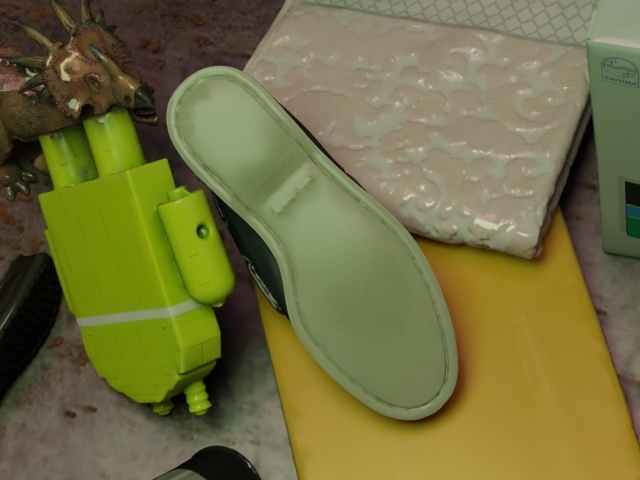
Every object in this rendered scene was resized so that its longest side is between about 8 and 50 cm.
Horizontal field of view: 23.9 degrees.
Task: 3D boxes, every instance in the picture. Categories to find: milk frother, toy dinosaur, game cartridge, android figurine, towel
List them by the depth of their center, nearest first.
[{"bbox_3d":[-0.082,0.234,1.213,0.143,0.135,0.129,-28,86,32],"label":"milk frother"},{"bbox_3d":[0.106,0.120,1.303,0.285,0.052,0.323,-15,65,3],"label":"game cartridge"},{"bbox_3d":[-0.162,0.025,1.307,0.056,0.248,0.273,-22,96,-37],"label":"android figurine"},{"bbox_3d":[0.089,-0.148,1.397,0.332,0.053,0.317,13,61,22],"label":"towel"},{"bbox_3d":[-0.276,-0.139,1.411,0.296,0.200,0.127,-2,64,10],"label":"toy dinosaur"}]

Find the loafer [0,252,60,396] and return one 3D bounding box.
[{"bbox_3d":[-0.316,0.099,1.370,0.078,0.080,0.220,23,71,19],"label":"loafer"}]

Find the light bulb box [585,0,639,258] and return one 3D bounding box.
[{"bbox_3d":[0.368,-0.194,1.226,0.225,0.361,0.358,11,67,17],"label":"light bulb box"}]

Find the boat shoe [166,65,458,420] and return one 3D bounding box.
[{"bbox_3d":[-0.004,0.002,1.283,0.127,0.113,0.340,-43,88,2],"label":"boat shoe"}]
